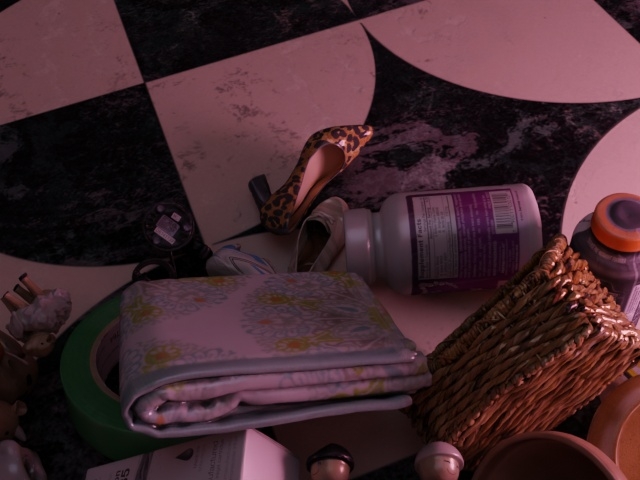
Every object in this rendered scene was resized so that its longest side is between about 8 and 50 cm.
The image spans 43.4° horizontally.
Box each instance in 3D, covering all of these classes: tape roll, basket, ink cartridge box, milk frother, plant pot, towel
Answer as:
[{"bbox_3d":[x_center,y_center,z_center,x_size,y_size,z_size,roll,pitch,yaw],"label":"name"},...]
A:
[{"bbox_3d":[-0.215,0.188,1.191,0.321,0.077,0.321,0,36,0],"label":"tape roll"},{"bbox_3d":[0.232,0.138,1.077,0.299,0.213,0.223,-47,49,24],"label":"basket"},{"bbox_3d":[-0.175,0.369,0.987,0.283,0.117,0.207,-22,45,27],"label":"ink cartridge box"},{"bbox_3d":[-0.267,0.016,1.360,0.143,0.135,0.129,-37,91,-9],"label":"milk frother"},{"bbox_3d":[0.467,0.289,1.051,0.236,0.032,0.236,1,77,-5],"label":"plant pot"},{"bbox_3d":[0.307,0.357,1.002,0.110,0.237,0.237,9,36,-43],"label":"plant pot"},{"bbox_3d":[-0.076,0.135,1.073,0.375,0.090,0.320,-2,18,-13],"label":"towel"}]

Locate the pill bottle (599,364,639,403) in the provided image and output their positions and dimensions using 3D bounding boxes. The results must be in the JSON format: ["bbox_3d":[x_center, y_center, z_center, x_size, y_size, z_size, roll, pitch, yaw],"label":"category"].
[{"bbox_3d":[0.499,0.199,1.145,0.184,0.103,0.103,-21,52,-11],"label":"pill bottle"}]

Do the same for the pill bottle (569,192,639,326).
[{"bbox_3d":[0.428,0.041,1.189,0.131,0.245,0.130,-3,50,3],"label":"pill bottle"}]

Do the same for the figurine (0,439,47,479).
[{"bbox_3d":[-0.452,0.399,1.053,0.209,0.092,0.214,-25,81,-7],"label":"figurine"}]

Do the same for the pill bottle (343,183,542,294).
[{"bbox_3d":[0.190,0.001,1.297,0.302,0.169,0.169,-4,51,3],"label":"pill bottle"}]

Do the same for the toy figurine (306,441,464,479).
[{"bbox_3d":[0.084,0.352,0.994,0.213,0.209,0.148,-6,43,6],"label":"toy figurine"}]

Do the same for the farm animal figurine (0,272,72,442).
[{"bbox_3d":[-0.501,0.241,1.148,0.330,0.172,0.326,-41,10,21],"label":"farm animal figurine"}]

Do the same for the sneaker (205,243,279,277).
[{"bbox_3d":[-0.083,0.077,1.320,0.237,0.085,0.086,33,54,24],"label":"sneaker"}]

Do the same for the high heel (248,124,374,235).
[{"bbox_3d":[0.005,-0.106,1.428,0.261,0.093,0.186,-30,37,1],"label":"high heel"}]

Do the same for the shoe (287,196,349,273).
[{"bbox_3d":[0.000,0.000,1.386,0.077,0.058,0.219,12,53,15],"label":"shoe"}]
